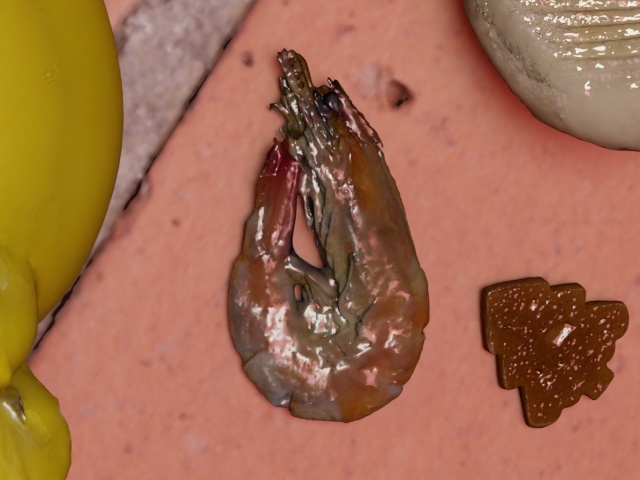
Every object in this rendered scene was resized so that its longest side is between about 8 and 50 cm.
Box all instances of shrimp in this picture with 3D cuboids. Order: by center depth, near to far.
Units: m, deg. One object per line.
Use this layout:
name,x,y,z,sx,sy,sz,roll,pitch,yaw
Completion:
shrimp,0.000,0.000,0.928,0.101,0.042,0.190,-11,103,-10

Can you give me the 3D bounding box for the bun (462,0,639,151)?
bun,0.157,-0.126,0.930,0.183,0.102,0.183,-1,71,4

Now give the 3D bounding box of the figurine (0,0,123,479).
figurine,-0.176,-0.062,0.697,0.231,0.340,0.324,-21,106,-15

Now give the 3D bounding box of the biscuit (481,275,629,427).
biscuit,0.116,0.052,0.988,0.092,0.016,0.082,35,91,-19
